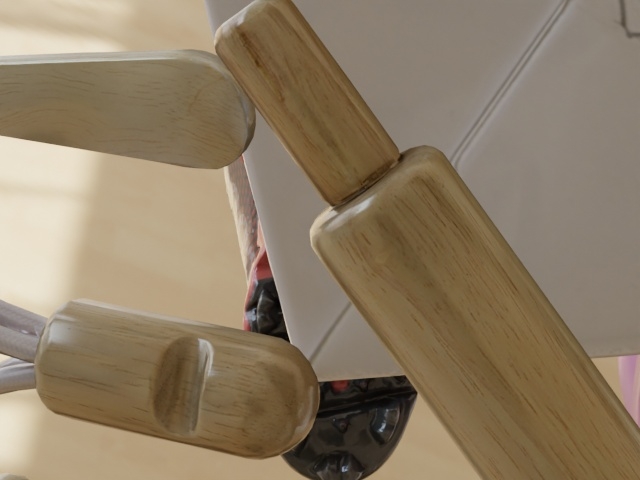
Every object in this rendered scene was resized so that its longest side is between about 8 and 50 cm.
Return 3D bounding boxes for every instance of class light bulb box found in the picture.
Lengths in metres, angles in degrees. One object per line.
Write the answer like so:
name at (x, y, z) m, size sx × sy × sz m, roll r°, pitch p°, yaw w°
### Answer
light bulb box at (0.101, -0.194, 0.595) m, size 0.225 × 0.358 × 0.361 m, roll -6°, pitch 22°, yaw 20°

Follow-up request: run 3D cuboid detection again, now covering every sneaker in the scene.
sneaker at (0.000, 0.000, 0.944) m, size 0.097 × 0.135 × 0.276 m, roll -6°, pitch 76°, yaw -3°

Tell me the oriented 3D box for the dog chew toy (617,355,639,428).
dog chew toy at (0.223, 0.054, 0.757) m, size 0.206 × 0.207 × 0.332 m, roll 29°, pitch 7°, yaw -6°

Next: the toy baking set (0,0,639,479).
toy baking set at (-0.034, 0.041, 0.363) m, size 0.256 × 0.196 × 0.030 m, roll 57°, pitch 36°, yaw -10°
